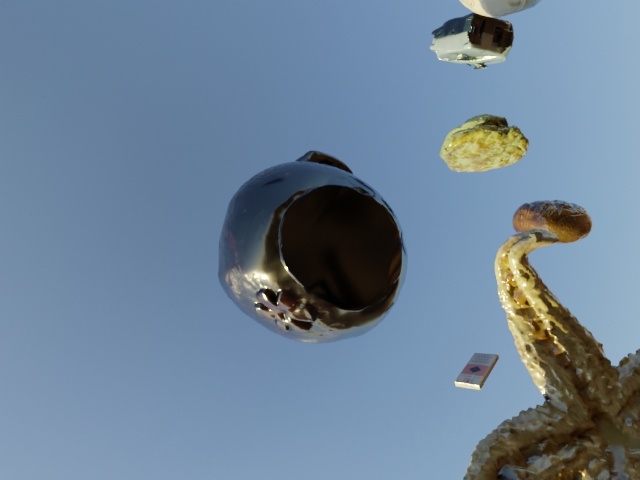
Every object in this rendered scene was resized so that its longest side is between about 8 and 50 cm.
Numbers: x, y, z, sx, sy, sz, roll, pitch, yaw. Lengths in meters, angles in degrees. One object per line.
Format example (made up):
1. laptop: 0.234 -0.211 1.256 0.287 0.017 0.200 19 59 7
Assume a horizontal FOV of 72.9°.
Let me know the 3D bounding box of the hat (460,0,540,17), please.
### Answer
1. hat: 0.276 -0.443 0.694 0.275 0.232 0.161 -32 -33 -34

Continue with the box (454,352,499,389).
1. box: 0.270 0.223 0.746 0.083 0.046 0.012 -35 -72 -40

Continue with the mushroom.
1. mushroom: 0.792 -0.062 1.488 0.253 0.253 0.154 -6 -76 -31

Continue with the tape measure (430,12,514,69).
1. tape measure: 0.378 -0.487 1.071 0.180 0.182 0.107 2 -77 -22

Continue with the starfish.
1. starfish: 0.231 0.143 0.329 0.375 0.327 0.094 -31 -24 -6

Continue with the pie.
1. pie: 0.415 -0.241 1.098 0.248 0.200 0.090 21 -120 -56

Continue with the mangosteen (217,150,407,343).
1. mangosteen: 0.000 0.001 0.620 0.287 0.233 0.288 3 -100 -19
